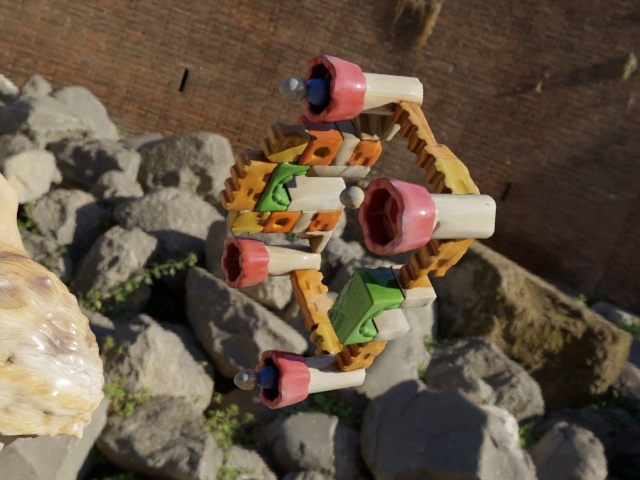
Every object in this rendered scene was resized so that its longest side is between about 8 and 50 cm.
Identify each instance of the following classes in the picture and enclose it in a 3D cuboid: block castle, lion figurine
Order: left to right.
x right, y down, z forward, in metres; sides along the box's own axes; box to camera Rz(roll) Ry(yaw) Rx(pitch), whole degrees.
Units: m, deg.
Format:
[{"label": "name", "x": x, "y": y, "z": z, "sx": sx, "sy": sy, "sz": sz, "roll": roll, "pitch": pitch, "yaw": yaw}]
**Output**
[{"label": "lion figurine", "x": -0.323, "y": -0.002, "z": 0.635, "sx": 0.240, "sy": 0.142, "sz": 0.392, "roll": 26, "pitch": 28, "yaw": -42}, {"label": "block castle", "x": 0.000, "y": 0.000, "z": 0.986, "sx": 0.212, "sy": 0.453, "sz": 0.303, "roll": -2, "pitch": 53, "yaw": -30}]
